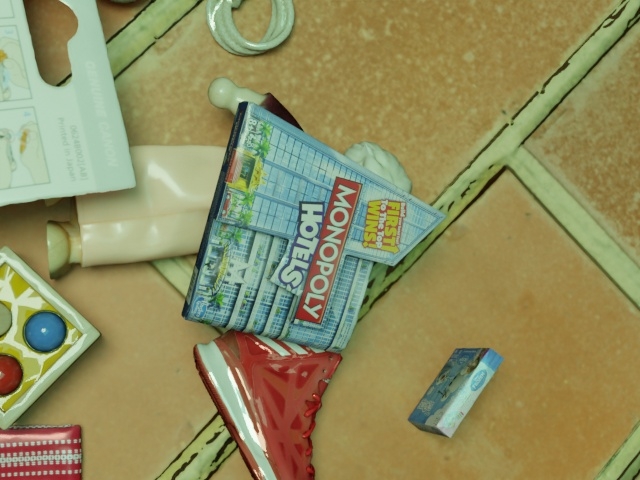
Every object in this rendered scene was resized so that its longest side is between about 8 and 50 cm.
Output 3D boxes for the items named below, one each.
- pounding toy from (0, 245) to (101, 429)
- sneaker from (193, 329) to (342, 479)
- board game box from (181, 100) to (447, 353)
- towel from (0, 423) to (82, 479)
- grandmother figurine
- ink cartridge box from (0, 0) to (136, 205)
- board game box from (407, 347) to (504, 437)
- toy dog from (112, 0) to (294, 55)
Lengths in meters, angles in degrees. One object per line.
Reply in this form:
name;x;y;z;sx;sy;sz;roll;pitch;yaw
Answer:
pounding toy;-0.283;0.079;0.748;0.141;0.100;0.130;44;76;-5
sneaker;-0.015;0.168;0.811;0.128;0.087;0.221;-28;92;-13
board game box;0.000;0.000;0.763;0.194;0.060;0.194;14;94;-15
towel;-0.309;0.298;0.756;0.199;0.031;0.274;2;84;-14
grandmother figurine;-0.076;-0.046;0.818;0.342;0.104;0.207;-3;112;-16
ink cartridge box;-0.370;-0.143;0.694;0.385;0.091;0.308;-11;79;-24
board game box;0.127;0.143;0.843;0.020;0.090;0.090;37;77;-5
toy dog;-0.072;-0.358;0.813;0.220;0.161;0.333;24;79;-9
